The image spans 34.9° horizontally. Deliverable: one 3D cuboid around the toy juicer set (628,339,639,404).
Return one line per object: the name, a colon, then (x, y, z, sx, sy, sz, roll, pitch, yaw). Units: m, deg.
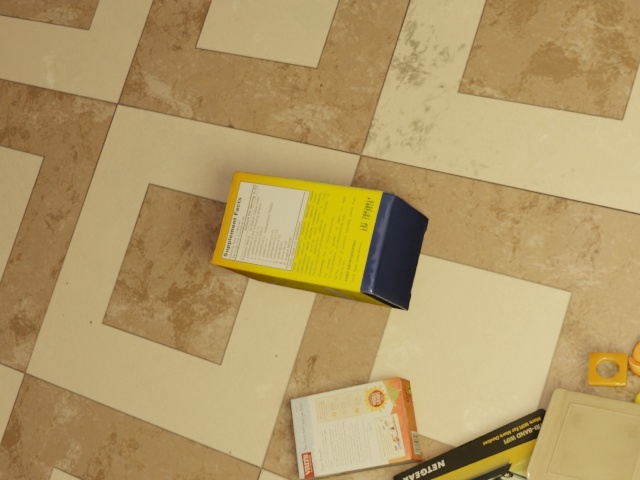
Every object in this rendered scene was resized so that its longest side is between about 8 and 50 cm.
toy juicer set: (0.611, 0.264, 1.645, 0.209, 0.089, 0.329, -31, 53, 19)

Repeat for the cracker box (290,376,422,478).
cracker box: (0.065, 0.360, 1.937, 0.232, 0.067, 0.156, -15, 70, 21)

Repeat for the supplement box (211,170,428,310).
supplement box: (0.000, 0.000, 1.990, 0.356, 0.195, 0.194, 10, 81, 27)

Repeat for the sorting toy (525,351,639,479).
sorting toy: (0.453, 0.339, 1.648, 0.195, 0.047, 0.348, 10, 57, 28)

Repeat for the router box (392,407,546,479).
router box: (0.294, 0.463, 1.745, 0.308, 0.081, 0.243, -30, 44, 17)
